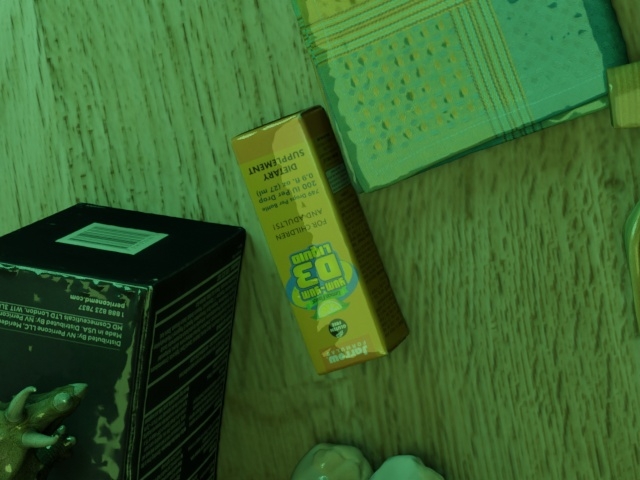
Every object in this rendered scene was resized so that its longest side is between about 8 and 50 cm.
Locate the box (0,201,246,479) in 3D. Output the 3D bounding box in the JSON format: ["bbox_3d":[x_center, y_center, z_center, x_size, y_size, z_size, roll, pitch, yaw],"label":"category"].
[{"bbox_3d":[-0.201,0.140,1.546,0.182,0.296,0.294,9,101,12],"label":"box"}]

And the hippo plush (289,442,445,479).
[{"bbox_3d":[0.003,0.282,1.521,0.294,0.236,0.234,0,76,8],"label":"hippo plush"}]

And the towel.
[{"bbox_3d":[0.098,-0.256,1.543,0.271,0.040,0.370,-18,93,15],"label":"towel"}]

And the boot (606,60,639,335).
[{"bbox_3d":[0.362,-0.029,1.485,0.211,0.104,0.295,-6,103,8],"label":"boot"}]

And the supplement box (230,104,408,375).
[{"bbox_3d":[0.000,0.000,1.588,0.078,0.080,0.233,-20,96,18],"label":"supplement box"}]

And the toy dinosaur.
[{"bbox_3d":[-0.270,0.219,1.340,0.121,0.160,0.314,25,104,8],"label":"toy dinosaur"}]
